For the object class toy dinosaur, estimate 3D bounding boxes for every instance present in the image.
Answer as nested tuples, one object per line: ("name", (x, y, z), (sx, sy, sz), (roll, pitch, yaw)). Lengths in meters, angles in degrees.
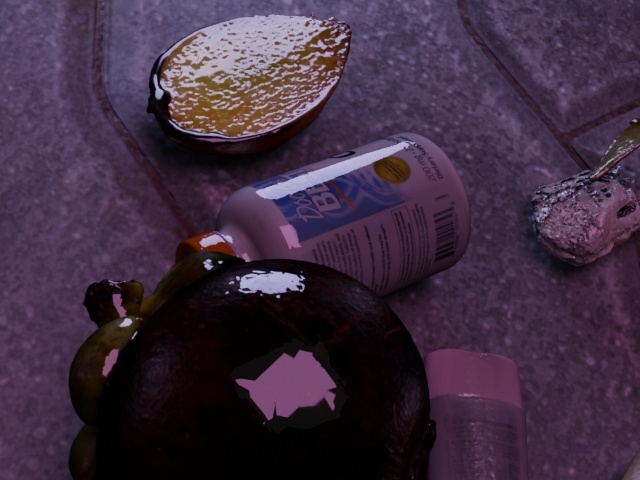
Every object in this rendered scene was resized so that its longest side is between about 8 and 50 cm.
("toy dinosaur", (0.464, -0.060, 1.390), (0.327, 0.113, 0.206), (10, 16, -48))

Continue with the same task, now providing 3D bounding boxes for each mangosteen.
("mangosteen", (-0.060, 0.164, 0.993), (0.330, 0.330, 0.330), (8, 57, -12))

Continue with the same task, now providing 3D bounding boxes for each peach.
("peach", (-0.076, -0.177, 1.351), (0.279, 0.068, 0.189), (-28, 62, -28))

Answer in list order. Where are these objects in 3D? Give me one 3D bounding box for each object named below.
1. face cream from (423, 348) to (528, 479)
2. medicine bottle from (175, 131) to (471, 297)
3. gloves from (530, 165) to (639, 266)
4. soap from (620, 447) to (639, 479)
("face cream", (0.155, 0.236, 1.152), (0.107, 0.073, 0.269), (11, 56, -16))
("medicine bottle", (0.000, 0.000, 1.204), (0.288, 0.157, 0.157), (-21, 66, -28))
("gloves", (0.308, -0.034, 1.372), (0.153, 0.070, 0.114), (-26, 69, -29))
("soap", (0.323, 0.317, 1.091), (0.274, 0.173, 0.089), (-48, 119, -35))
